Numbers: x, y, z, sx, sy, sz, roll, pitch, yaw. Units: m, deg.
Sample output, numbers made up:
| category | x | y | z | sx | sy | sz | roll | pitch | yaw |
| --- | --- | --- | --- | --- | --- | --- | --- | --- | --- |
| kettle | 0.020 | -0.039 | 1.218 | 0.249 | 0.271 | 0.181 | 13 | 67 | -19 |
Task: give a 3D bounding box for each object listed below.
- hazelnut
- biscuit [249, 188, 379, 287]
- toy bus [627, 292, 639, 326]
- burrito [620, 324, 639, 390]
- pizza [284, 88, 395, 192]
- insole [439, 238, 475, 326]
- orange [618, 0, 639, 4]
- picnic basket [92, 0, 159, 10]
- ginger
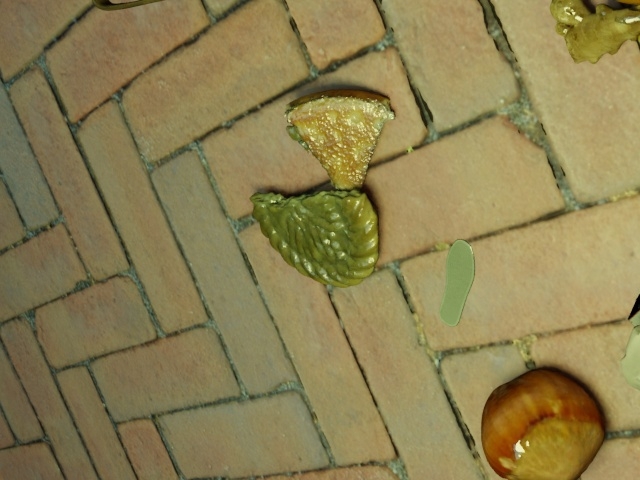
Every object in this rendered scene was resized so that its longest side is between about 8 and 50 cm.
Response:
| category | x | y | z | sx | sy | sz | roll | pitch | yaw |
| --- | --- | --- | --- | --- | --- | --- | --- | --- | --- |
| hazelnut | 0.306 | 0.276 | 1.372 | 0.182 | 0.182 | 0.182 | 17 | 119 | 35 |
| biscuit | 0.000 | 0.000 | 1.582 | 0.273 | 0.036 | 0.187 | -3 | 119 | 47 |
| toy bus | 0.524 | -0.014 | 1.112 | 0.092 | 0.093 | 0.409 | 44 | 132 | 7 |
| burrito | 0.565 | 0.137 | 1.065 | 0.445 | 0.101 | 0.139 | 3 | 111 | 30 |
| pizza | 0.038 | -0.145 | 1.503 | 0.185 | 0.052 | 0.195 | 2 | 117 | 23 |
| insole | 0.209 | 0.067 | 1.477 | 0.053 | 0.002 | 0.153 | 28 | 124 | 29 |
| orange | 0.366 | -0.346 | 1.083 | 0.156 | 0.124 | 0.156 | 18 | 121 | 33 |
| picnic basket | -0.245 | -0.490 | 1.432 | 0.320 | 0.291 | 0.254 | 0 | 108 | 31 |
| ginger | 0.385 | -0.245 | 1.163 | 0.176 | 0.052 | 0.193 | -28 | 93 | 43 |
